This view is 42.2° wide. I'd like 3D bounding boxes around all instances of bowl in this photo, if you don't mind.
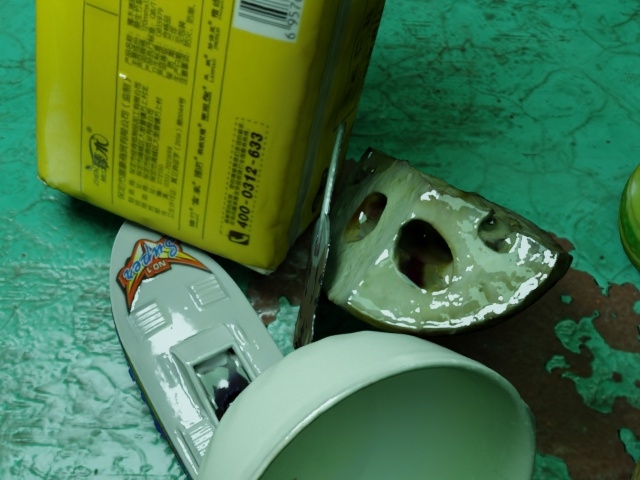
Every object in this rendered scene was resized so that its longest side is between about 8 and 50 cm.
[{"bbox_3d":[0.019,0.186,0.652,0.277,0.277,0.145,-27,32,-20],"label":"bowl"}]

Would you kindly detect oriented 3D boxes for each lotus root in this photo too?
[{"bbox_3d":[0.104,0.012,0.781,0.210,0.314,0.142,26,101,0],"label":"lotus root"}]

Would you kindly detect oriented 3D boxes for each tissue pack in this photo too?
[{"bbox_3d":[-0.100,-0.206,0.785,0.293,0.382,0.228,20,36,9],"label":"tissue pack"}]

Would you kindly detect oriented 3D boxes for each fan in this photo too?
[{"bbox_3d":[0.000,0.000,0.769,0.008,0.152,0.226,11,90,-6],"label":"fan"}]

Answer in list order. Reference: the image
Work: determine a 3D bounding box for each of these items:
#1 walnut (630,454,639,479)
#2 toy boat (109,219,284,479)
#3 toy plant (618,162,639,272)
[{"bbox_3d":[0.352,0.229,0.677,0.213,0.213,0.213,2,57,-3],"label":"walnut"},{"bbox_3d":[-0.122,0.091,0.781,0.129,0.088,0.295,-25,63,-19],"label":"toy boat"},{"bbox_3d":[0.421,-0.082,0.802,0.184,0.316,0.224,-18,62,-15],"label":"toy plant"}]
